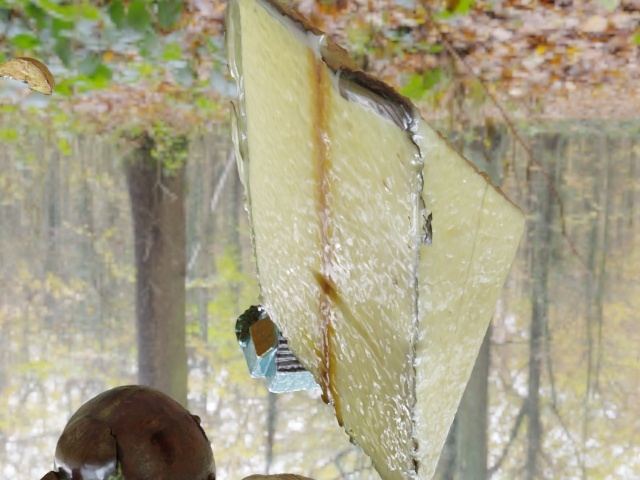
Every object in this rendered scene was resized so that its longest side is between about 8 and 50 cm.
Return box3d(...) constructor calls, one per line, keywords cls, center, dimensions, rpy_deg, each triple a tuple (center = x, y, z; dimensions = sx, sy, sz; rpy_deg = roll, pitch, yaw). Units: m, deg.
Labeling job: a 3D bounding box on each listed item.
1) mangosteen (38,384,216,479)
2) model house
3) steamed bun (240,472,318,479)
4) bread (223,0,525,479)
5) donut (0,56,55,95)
box3d(cls="mangosteen", center=(-0.273, 0.312, 1.175), dimensions=(0.289, 0.231, 0.231), rpy_deg=(-15, -164, -42))
box3d(cls="model house", center=(-0.008, 0.155, 1.891), dimensions=(0.280, 0.248, 0.230), rpy_deg=(-2, -133, -24))
box3d(cls="steamed bun", center=(-0.022, 0.488, 1.231), dimensions=(0.247, 0.352, 0.339), rpy_deg=(-24, -151, 37))
box3d(cls="bread", center=(0.000, 0.000, 0.895), dimensions=(0.242, 0.405, 0.346), rpy_deg=(17, -168, -47))
box3d(cls="donut", center=(-0.450, -0.252, 1.397), dimensions=(0.083, 0.067, 0.038), rpy_deg=(-9, -152, 20))
